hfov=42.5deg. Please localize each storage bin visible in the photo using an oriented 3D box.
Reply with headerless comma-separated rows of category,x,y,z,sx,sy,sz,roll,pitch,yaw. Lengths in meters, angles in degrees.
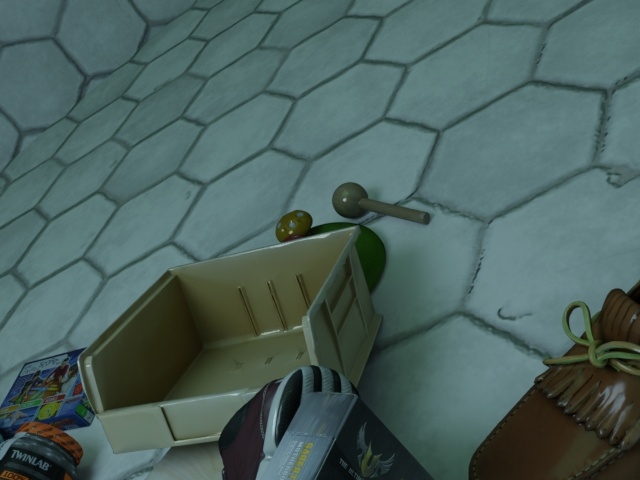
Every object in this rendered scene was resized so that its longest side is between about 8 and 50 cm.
storage bin,-0.088,0.108,0.917,0.262,0.123,0.260,-12,17,19

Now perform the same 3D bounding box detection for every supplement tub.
supplement tub,-0.382,0.332,1.032,0.117,0.117,0.190,-14,39,33

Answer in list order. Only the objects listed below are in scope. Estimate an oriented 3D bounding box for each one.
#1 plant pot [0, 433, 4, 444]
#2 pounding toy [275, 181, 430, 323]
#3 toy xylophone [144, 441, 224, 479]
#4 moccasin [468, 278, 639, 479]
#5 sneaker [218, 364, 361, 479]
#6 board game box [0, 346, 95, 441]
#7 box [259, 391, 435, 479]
plant pot,-0.603,0.348,1.113,0.196,0.293,0.293,-58,28,16
pounding toy,0.000,0.000,1.094,0.237,0.110,0.183,-48,33,-16
toy xylophone,-0.093,0.286,0.840,0.236,0.081,0.322,-46,32,-14
moccasin,0.273,0.089,0.672,0.380,0.147,0.139,-36,31,1
sneaker,-0.047,0.249,0.705,0.162,0.106,0.281,-19,52,63
board game box,-0.407,0.233,1.265,0.201,0.035,0.136,-16,37,30
box,0.032,0.255,0.616,0.056,0.231,0.183,-6,42,45
